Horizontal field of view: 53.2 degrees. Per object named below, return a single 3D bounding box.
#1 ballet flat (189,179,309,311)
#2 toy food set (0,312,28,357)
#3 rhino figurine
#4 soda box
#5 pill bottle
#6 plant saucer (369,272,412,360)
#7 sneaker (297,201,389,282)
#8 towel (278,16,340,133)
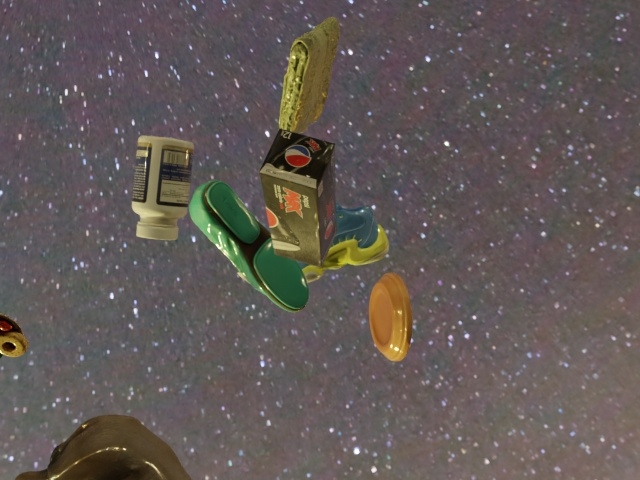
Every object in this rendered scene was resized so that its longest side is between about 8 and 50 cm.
[{"bbox_3d":[-0.113,0.012,0.994,0.247,0.087,0.083,52,-126,-17],"label":"ballet flat"},{"bbox_3d":[-0.413,0.119,0.795,0.083,0.020,0.083,-13,-49,2],"label":"toy food set"},{"bbox_3d":[-0.106,0.225,0.463,0.243,0.073,0.106,45,-102,-9],"label":"rhino figurine"},{"bbox_3d":[-0.019,-0.036,0.643,0.060,0.053,0.169,16,-26,10],"label":"soda box"},{"bbox_3d":[-0.270,-0.088,1.089,0.094,0.094,0.169,5,-86,-25],"label":"pill bottle"},{"bbox_3d":[0.152,0.172,1.437,0.037,0.200,0.199,-1,-57,-15],"label":"plant saucer"},{"bbox_3d":[0.000,0.000,1.166,0.240,0.091,0.126,-17,-82,-9],"label":"sneaker"},{"bbox_3d":[-0.014,-0.200,0.809,0.027,0.110,0.148,25,-47,13],"label":"towel"}]
